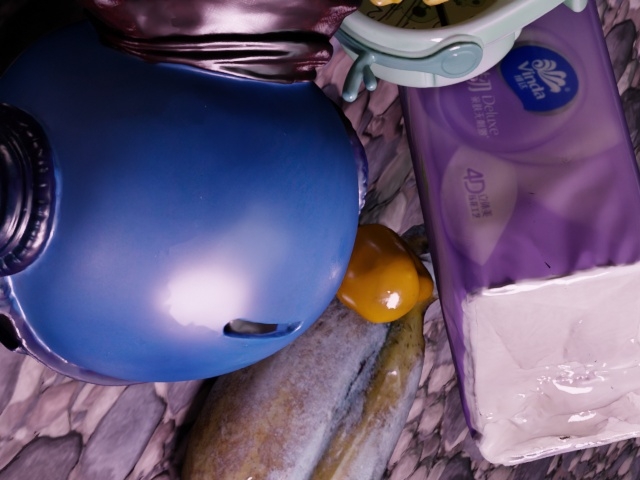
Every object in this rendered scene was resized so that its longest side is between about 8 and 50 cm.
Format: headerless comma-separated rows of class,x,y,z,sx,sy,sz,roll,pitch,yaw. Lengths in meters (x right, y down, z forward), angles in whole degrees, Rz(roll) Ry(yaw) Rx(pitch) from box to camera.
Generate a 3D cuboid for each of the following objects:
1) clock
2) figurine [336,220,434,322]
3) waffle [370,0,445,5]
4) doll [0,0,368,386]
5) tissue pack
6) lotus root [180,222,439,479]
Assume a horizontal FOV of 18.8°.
clock,0.069,-0.173,1.341,0.211,0.159,0.066,-36,149,-17
figurine,-0.001,0.001,1.397,0.122,0.176,0.121,6,112,-50
waffle,0.091,-0.229,1.261,0.219,0.229,0.057,-37,125,-19
doll,-0.083,-0.065,1.110,0.284,0.240,0.310,2,113,-45
tissue pack,0.153,-0.037,1.425,0.160,0.338,0.242,-11,146,2
lotus root,-0.003,0.117,1.571,0.158,0.140,0.322,39,77,-40
